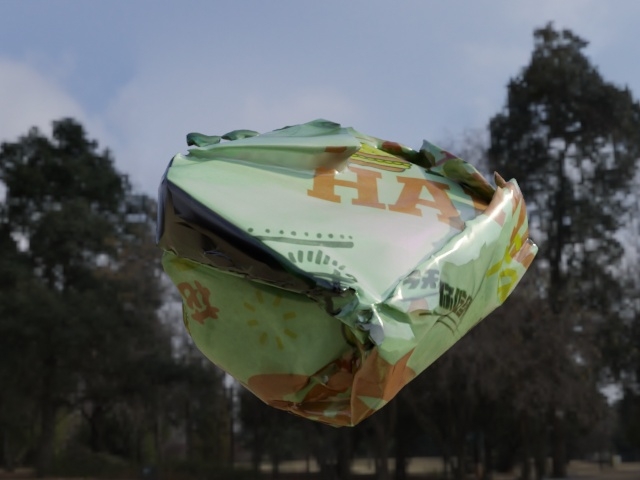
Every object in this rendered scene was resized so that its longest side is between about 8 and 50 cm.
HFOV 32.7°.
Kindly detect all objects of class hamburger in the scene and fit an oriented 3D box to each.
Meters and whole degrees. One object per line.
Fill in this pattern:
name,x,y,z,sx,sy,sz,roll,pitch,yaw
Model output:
hamburger,-0.003,-0.002,0.656,0.235,0.125,0.214,18,29,27
